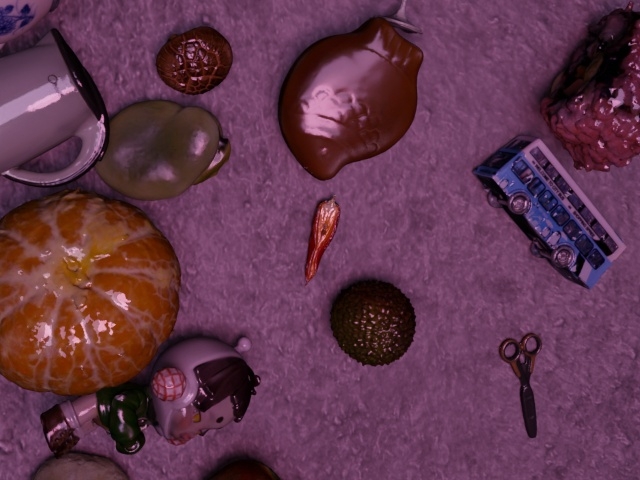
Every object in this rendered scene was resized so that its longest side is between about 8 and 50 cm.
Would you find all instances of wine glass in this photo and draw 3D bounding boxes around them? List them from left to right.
[{"bbox_3d":[0.155,-0.446,1.302,0.122,0.122,0.183,14,104,-12],"label":"wine glass"}]

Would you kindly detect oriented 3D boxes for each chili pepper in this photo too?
[{"bbox_3d":[0.000,0.000,1.400,0.045,0.027,0.178,13,98,-8],"label":"chili pepper"}]

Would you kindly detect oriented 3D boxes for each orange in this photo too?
[{"bbox_3d":[-0.383,0.083,1.221,0.329,0.249,0.330,1,77,-6],"label":"orange"}]

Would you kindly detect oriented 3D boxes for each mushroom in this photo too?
[{"bbox_3d":[-0.207,-0.296,1.276,0.126,0.085,0.109,-36,105,4],"label":"mushroom"}]

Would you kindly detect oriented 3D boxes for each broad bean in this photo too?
[{"bbox_3d":[-0.263,-0.150,1.296,0.227,0.100,0.170,3,93,2],"label":"broad bean"}]

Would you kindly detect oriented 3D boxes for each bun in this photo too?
[{"bbox_3d":[-0.431,0.475,1.376,0.195,0.118,0.196,-1,100,-6],"label":"bun"}]

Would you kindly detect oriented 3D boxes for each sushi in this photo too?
[{"bbox_3d":[0.497,-0.258,1.334,0.170,0.236,0.270,38,78,-20],"label":"sushi"}]

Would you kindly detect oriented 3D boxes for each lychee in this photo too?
[{"bbox_3d":[0.097,0.151,1.378,0.171,0.171,0.171,-2,101,-9],"label":"lychee"}]

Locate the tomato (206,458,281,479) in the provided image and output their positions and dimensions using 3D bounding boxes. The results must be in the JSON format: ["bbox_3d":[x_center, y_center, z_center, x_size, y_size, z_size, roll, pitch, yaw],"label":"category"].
[{"bbox_3d":[-0.132,0.546,1.354,0.239,0.303,0.304,-34,105,-3],"label":"tomato"}]

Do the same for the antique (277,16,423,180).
[{"bbox_3d":[0.048,-0.236,1.303,0.223,0.129,0.278,29,100,-17],"label":"antique"}]

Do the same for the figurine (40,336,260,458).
[{"bbox_3d":[-0.277,0.272,1.319,0.369,0.281,0.167,-16,62,-15],"label":"figurine"}]

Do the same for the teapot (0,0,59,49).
[{"bbox_3d":[-0.530,-0.403,1.101,0.279,0.252,0.424,-10,143,-36],"label":"teapot"}]

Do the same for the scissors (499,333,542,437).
[{"bbox_3d":[0.407,0.292,1.534,0.088,0.017,0.220,-14,103,-10],"label":"scissors"}]

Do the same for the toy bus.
[{"bbox_3d":[0.421,-0.050,1.426,0.131,0.106,0.297,-43,106,-1],"label":"toy bus"}]

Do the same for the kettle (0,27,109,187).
[{"bbox_3d":[-0.456,-0.185,1.217,0.236,0.161,0.221,-28,100,-6],"label":"kettle"}]
